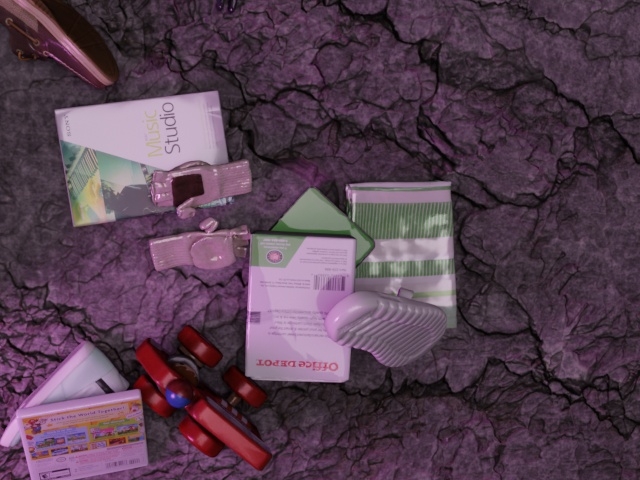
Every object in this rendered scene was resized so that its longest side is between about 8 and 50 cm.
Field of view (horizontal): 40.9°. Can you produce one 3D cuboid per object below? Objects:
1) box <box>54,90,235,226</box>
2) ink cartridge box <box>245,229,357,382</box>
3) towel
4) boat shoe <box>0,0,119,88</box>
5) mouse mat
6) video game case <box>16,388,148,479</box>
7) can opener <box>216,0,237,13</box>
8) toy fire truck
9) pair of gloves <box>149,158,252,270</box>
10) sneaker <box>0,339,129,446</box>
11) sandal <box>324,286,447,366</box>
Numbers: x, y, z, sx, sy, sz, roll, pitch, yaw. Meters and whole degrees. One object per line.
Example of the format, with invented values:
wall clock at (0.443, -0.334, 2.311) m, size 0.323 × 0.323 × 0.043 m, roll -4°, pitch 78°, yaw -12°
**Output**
box at (-0.345, -0.163, 1.700) m, size 0.322 × 0.058 × 0.232 m, roll -9°, pitch 95°, yaw -12°
ink cartridge box at (-0.042, 0.130, 1.732) m, size 0.211 × 0.121 × 0.289 m, roll 3°, pitch 94°, yaw -3°
towel at (0.174, 0.035, 1.838) m, size 0.248 × 0.038 × 0.324 m, roll -3°, pitch 93°, yaw -13°
boat shoe at (-0.539, -0.400, 1.630) m, size 0.342 × 0.123 × 0.123 m, roll 41°, pitch 113°, yaw -15°
mouse mat at (0.000, 0.000, 1.790) m, size 0.190 × 0.007 × 0.152 m, roll 43°, pitch 93°, yaw -2°
video game case at (-0.453, 0.382, 1.658) m, size 0.227 × 0.026 × 0.206 m, roll -7°, pitch 128°, yaw -14°
can opener at (-0.177, -0.552, 1.724) m, size 0.059 × 0.073 × 0.186 m, roll 15°, pitch 98°, yaw -21°
toy fire truck at (-0.226, 0.303, 1.647) m, size 0.302 × 0.254 × 0.169 m, roll 43°, pitch 83°, yaw -11°
pair of gloves at (-0.234, -0.043, 1.694) m, size 0.204 × 0.042 × 0.240 m, roll -4°, pitch 120°, yaw -16°
sneaker at (-0.491, 0.336, 1.671) m, size 0.256 × 0.094 × 0.151 m, roll -46°, pitch 104°, yaw -6°
sandal at (0.134, 0.150, 1.700) m, size 0.169 × 0.416 × 0.102 m, roll -39°, pitch 61°, yaw 12°
